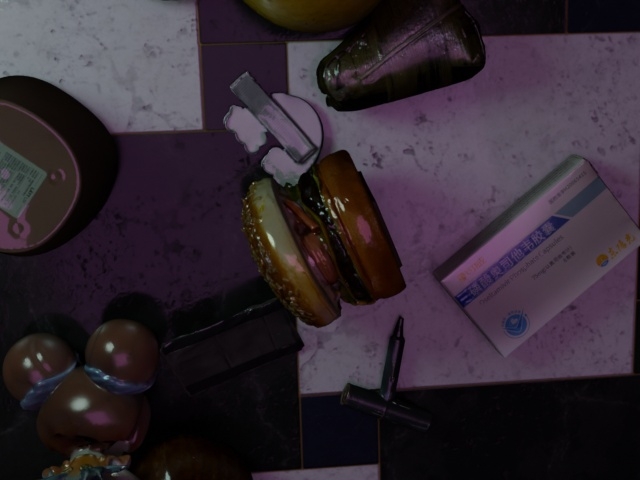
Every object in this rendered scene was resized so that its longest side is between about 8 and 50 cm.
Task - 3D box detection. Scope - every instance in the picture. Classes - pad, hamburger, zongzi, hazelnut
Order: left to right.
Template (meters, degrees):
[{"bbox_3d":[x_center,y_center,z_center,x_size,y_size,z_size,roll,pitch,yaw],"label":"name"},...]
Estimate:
[{"bbox_3d":[-0.236,0.448,1.573,0.234,0.218,0.218,-15,102,-3],"label":"hazelnut"},{"bbox_3d":[-0.155,0.189,1.582,0.233,0.022,0.174,-24,138,-1],"label":"pad"},{"bbox_3d":[0.000,0.000,1.483,0.225,0.291,0.291,-26,102,5],"label":"hamburger"},{"bbox_3d":[0.110,-0.379,1.487,0.286,0.134,0.288,-17,97,-4],"label":"zongzi"}]

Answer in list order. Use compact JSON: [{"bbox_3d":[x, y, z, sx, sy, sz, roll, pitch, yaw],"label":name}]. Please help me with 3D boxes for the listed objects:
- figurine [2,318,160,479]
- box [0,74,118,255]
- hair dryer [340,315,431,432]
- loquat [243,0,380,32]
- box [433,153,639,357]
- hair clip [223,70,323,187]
[{"bbox_3d":[-0.402,0.339,1.477,0.277,0.388,0.248,-8,131,7],"label":"figurine"},{"bbox_3d":[-0.494,-0.118,1.438,0.301,0.216,0.301,-1,100,-4],"label":"box"},{"bbox_3d":[0.151,0.247,1.660,0.173,0.050,0.194,22,95,-12],"label":"hair dryer"},{"bbox_3d":[-0.025,-0.488,1.347,0.359,0.328,0.328,24,98,-15],"label":"loquat"},{"bbox_3d":[0.400,0.029,1.627,0.343,0.065,0.200,-40,102,3],"label":"box"},{"bbox_3d":[-0.074,-0.196,1.547,0.140,0.054,0.220,-43,104,-1],"label":"hair clip"}]
